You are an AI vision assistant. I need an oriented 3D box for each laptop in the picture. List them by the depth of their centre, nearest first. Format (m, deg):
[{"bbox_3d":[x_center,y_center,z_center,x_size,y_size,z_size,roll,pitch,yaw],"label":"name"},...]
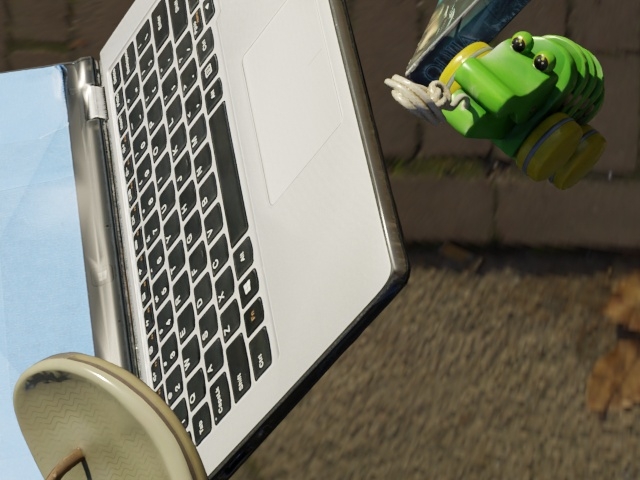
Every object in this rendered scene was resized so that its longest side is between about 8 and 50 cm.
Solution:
[{"bbox_3d":[-0.181,-0.031,1.119,0.236,0.382,0.408,14,136,-30],"label":"laptop"}]

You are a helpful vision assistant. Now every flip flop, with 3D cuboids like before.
[{"bbox_3d":[-0.106,0.187,0.991,0.112,0.080,0.277,-33,68,43],"label":"flip flop"}]

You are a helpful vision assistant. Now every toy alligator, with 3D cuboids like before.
[{"bbox_3d":[0.079,-0.060,0.747,0.056,0.190,0.051,44,102,19],"label":"toy alligator"}]

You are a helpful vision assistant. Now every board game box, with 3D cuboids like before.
[{"bbox_3d":[0.124,-0.176,1.093,0.026,0.126,0.186,35,135,-10],"label":"board game box"}]
